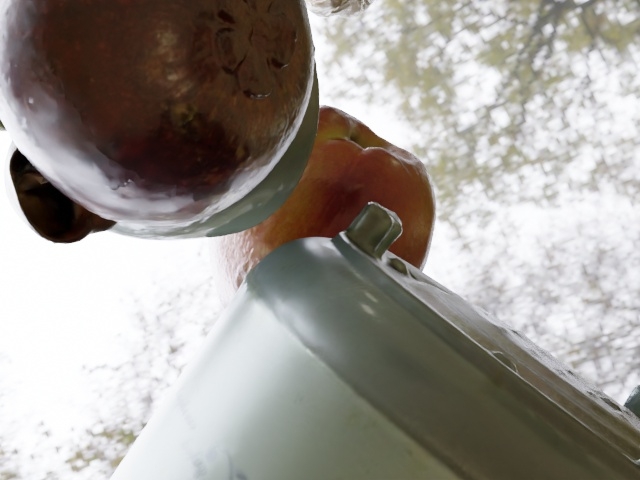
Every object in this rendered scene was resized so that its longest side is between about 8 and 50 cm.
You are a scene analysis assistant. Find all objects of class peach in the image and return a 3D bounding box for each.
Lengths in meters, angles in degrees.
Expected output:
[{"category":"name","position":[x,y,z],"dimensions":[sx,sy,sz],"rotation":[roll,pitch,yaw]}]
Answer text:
[{"category":"peach","position":[0.000,0.000,1.232],"dimensions":[0.200,0.243,0.243],"rotation":[21,-119,-20]}]

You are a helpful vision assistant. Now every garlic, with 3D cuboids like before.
[{"category":"garlic","position":[0.033,-0.281,1.425],"dimensions":[0.094,0.113,0.074],"rotation":[53,-176,38]}]

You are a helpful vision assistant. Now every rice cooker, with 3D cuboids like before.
[{"category":"rice cooker","position":[0.017,0.161,0.506],"dimensions":[0.317,0.264,0.316],"rotation":[-5,-72,-16]}]

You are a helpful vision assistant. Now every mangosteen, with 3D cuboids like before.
[{"category":"mangosteen","position":[-0.097,-0.083,0.577],"dimensions":[0.146,0.181,0.155],"rotation":[56,-131,-60]}]

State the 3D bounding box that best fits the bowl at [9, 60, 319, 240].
[{"category":"bowl","position":[-0.158,-0.119,1.042],"dimensions":[0.146,0.289,0.289],"rotation":[-27,-89,-51]}]
